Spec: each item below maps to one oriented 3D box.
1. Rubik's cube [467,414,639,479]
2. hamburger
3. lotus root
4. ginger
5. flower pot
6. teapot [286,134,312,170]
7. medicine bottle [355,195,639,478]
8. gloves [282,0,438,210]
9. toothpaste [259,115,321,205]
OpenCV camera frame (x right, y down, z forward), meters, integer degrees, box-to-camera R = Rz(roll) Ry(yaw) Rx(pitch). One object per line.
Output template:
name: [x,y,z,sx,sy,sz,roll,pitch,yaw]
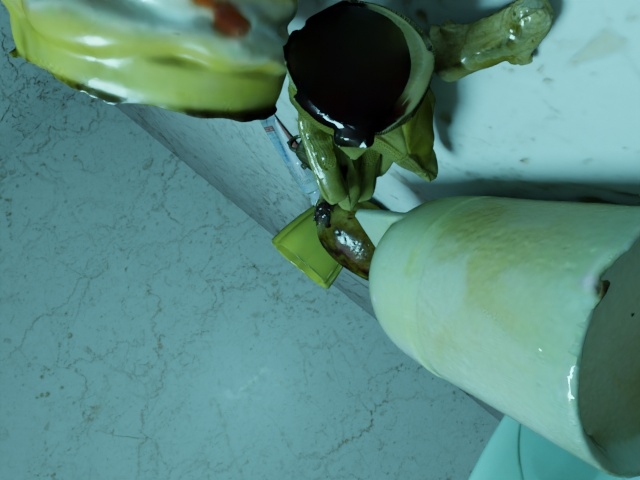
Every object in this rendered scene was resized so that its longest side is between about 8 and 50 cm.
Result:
Rubik's cube: [0.538,0.479,0.778,0.352,0.351,0.347,45,169,-13]
hamburger: [-0.143,-0.260,0.397,0.276,0.277,0.236,35,125,28]
lotus root: [0.101,0.008,0.918,0.314,0.141,0.169,40,174,-4]
ginger: [0.133,-0.164,0.365,0.137,0.044,0.057,19,139,59]
flower pot: [0.000,0.000,1.137,0.195,0.179,0.195,38,168,10]
teapot: [-0.017,-0.164,0.815,0.121,0.068,0.076,35,168,27]
medicine bottle: [0.200,0.063,0.534,0.236,0.235,0.406,45,168,-24]
gloves: [0.050,-0.127,0.470,0.331,0.154,0.141,21,-128,-80]
toothpaste: [-0.056,-0.177,0.964,0.234,0.057,0.089,52,164,-25]
